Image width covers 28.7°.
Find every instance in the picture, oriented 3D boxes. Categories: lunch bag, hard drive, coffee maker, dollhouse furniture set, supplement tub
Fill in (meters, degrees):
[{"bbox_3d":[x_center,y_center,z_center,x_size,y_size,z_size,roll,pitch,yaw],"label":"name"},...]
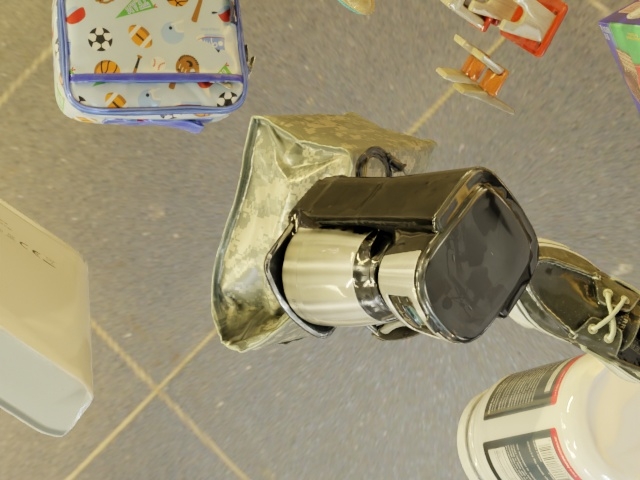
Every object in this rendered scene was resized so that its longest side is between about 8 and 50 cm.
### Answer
[{"bbox_3d":[0.000,0.000,1.514,0.169,0.235,0.287,24,107,27],"label":"lunch bag"},{"bbox_3d":[-0.252,-0.285,1.893,0.303,0.115,0.243,-2,83,-21],"label":"lunch bag"},{"bbox_3d":[-0.275,0.008,0.931,0.233,0.353,0.047,37,93,-16],"label":"hard drive"},{"bbox_3d":[0.066,-0.007,0.951,0.178,0.120,0.171,0,69,48],"label":"coffee maker"},{"bbox_3d":[0.287,-0.334,1.822,0.135,0.259,0.262,22,106,-23],"label":"dollhouse furniture set"},{"bbox_3d":[0.326,0.257,1.664,0.191,0.272,0.191,8,72,-26],"label":"supplement tub"}]

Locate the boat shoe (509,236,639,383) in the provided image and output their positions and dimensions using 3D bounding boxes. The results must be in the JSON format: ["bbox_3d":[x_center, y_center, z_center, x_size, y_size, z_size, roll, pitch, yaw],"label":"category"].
[{"bbox_3d":[0.239,0.061,1.056,0.219,0.070,0.077,29,81,-28],"label":"boat shoe"}]

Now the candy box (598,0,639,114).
[{"bbox_3d":[0.556,-0.197,1.813,0.122,0.268,0.317,-29,104,-1],"label":"candy box"}]

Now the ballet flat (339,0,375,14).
[{"bbox_3d":[0.010,-0.435,1.902,0.232,0.080,0.073,36,129,-18],"label":"ballet flat"}]
